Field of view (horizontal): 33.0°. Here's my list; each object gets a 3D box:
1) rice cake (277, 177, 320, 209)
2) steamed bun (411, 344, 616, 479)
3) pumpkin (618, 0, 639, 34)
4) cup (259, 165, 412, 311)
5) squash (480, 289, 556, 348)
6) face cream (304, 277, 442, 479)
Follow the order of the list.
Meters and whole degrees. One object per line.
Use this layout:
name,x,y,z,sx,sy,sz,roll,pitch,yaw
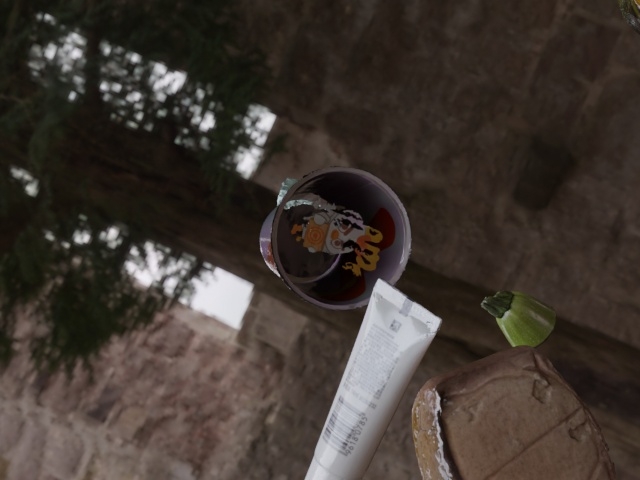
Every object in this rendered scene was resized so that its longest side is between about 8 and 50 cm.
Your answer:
rice cake,-0.023,-0.088,2.133,0.211,0.124,0.038,-55,-24,-77
steamed bun,0.264,0.316,1.570,0.251,0.301,0.199,-23,-6,-16
pumpkin,0.566,-0.439,1.615,0.320,0.192,0.320,15,-90,-90
cup,0.000,0.000,1.592,0.203,0.203,0.288,-65,12,-6
squash,0.349,0.123,1.963,0.105,0.132,0.105,-35,30,24
face cream,0.047,0.167,1.132,0.058,0.092,0.243,4,-66,-49
